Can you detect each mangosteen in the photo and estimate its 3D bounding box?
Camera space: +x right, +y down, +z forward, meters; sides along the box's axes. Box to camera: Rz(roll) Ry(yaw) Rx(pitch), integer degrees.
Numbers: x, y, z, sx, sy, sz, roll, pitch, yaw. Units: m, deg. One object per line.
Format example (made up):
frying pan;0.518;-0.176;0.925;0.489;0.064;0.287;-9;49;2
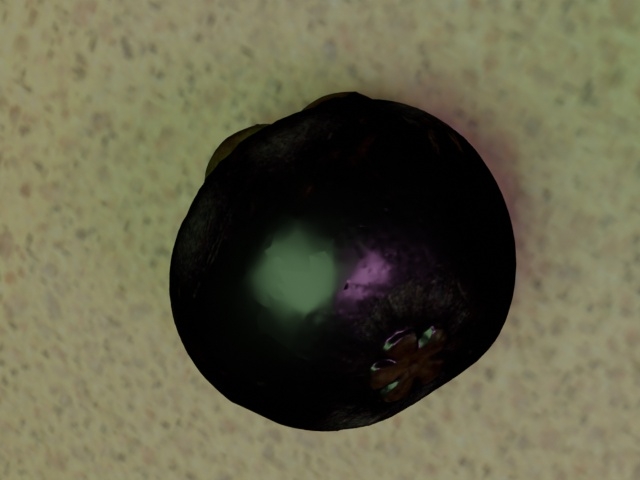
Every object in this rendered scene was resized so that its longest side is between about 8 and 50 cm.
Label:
mangosteen;0.000;0.000;0.482;0.151;0.137;0.137;51;126;45
